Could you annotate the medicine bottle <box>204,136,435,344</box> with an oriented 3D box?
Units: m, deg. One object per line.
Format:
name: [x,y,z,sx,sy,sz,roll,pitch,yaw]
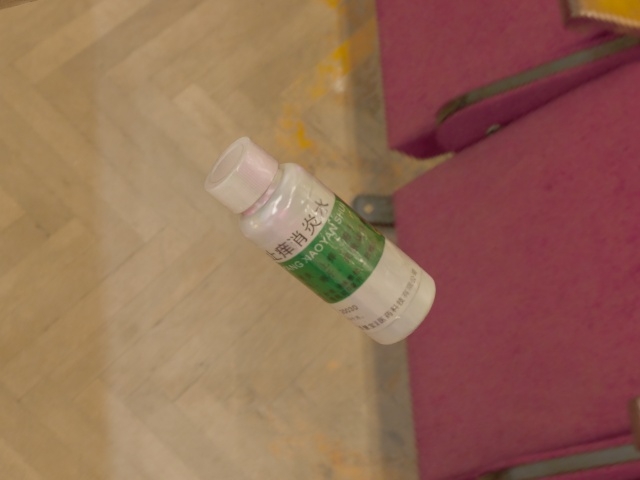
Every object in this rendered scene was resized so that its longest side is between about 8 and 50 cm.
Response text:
medicine bottle: [0.000,0.000,1.183,0.260,0.095,0.095,39,55,-21]

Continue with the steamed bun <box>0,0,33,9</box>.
steamed bun: [-0.185,-0.235,0.580,0.219,0.324,0.309,31,61,-49]
